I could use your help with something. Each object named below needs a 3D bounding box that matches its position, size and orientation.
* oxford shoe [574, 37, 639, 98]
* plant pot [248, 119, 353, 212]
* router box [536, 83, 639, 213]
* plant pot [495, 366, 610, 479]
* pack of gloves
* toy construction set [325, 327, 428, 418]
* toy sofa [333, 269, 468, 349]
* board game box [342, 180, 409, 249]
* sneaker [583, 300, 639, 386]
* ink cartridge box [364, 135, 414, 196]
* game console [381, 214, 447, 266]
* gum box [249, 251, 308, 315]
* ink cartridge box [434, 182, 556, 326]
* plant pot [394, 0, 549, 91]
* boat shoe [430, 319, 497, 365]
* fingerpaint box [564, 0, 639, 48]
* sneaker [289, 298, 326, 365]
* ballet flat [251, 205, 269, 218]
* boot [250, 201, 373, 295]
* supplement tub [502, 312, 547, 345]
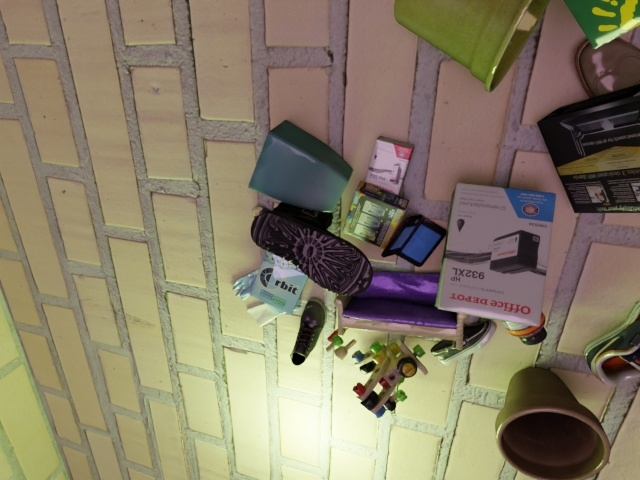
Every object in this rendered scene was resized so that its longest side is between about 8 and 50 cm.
[{"bbox_3d":[0.669,-0.285,0.823,0.348,0.130,0.123,42,119,-3],"label":"oxford shoe"},{"bbox_3d":[-0.041,-0.187,1.102,0.234,0.166,0.165,26,119,-3],"label":"plant pot"},{"bbox_3d":[0.623,-0.176,0.804,0.081,0.309,0.243,-33,103,-13],"label":"router box"},{"bbox_3d":[0.625,0.487,1.131,0.263,0.229,0.263,8,115,16],"label":"plant pot"},{"bbox_3d":[-0.191,0.193,1.385,0.232,0.046,0.195,-29,101,28],"label":"pack of gloves"},{"bbox_3d":[0.191,0.355,1.263,0.237,0.257,0.309,-45,71,12],"label":"toy construction set"},{"bbox_3d":[0.230,0.183,1.162,0.362,0.150,0.177,3,106,18],"label":"toy sofa"},{"bbox_3d":[0.148,-0.067,1.116,0.141,0.048,0.170,23,140,5],"label":"board game box"},{"bbox_3d":[0.827,0.252,1.018,0.126,0.127,0.321,33,118,4],"label":"sneaker"},{"bbox_3d":[0.181,-0.196,1.074,0.099,0.056,0.135,17,118,11],"label":"ink cartridge box"},{"bbox_3d":[0.260,0.009,1.127,0.085,0.124,0.144,45,123,26],"label":"game console"},{"bbox_3d":[-0.128,0.130,1.317,0.157,0.041,0.184,26,109,3],"label":"gum box"},{"bbox_3d":[0.416,0.034,0.979,0.223,0.129,0.308,9,85,14],"label":"ink cartridge box"},{"bbox_3d":[0.299,-0.481,0.809,0.254,0.276,0.276,32,120,16],"label":"plant pot"},{"bbox_3d":[0.421,0.297,1.203,0.070,0.078,0.219,40,121,-3],"label":"boat shoe"},{"bbox_3d":[0.500,-0.584,0.597,0.445,0.163,0.371,-41,98,-12],"label":"fingerpaint box"},{"bbox_3d":[-0.040,0.309,1.343,0.083,0.118,0.222,15,117,12],"label":"sneaker"},{"bbox_3d":[-0.153,-0.038,1.264,0.057,0.049,0.173,-37,98,28],"label":"ballet flat"},{"bbox_3d":[0.001,-0.004,1.108,0.348,0.260,0.131,32,108,6],"label":"boot"},{"bbox_3d":[0.535,0.188,1.099,0.106,0.106,0.198,-30,102,28],"label":"supplement tub"}]
